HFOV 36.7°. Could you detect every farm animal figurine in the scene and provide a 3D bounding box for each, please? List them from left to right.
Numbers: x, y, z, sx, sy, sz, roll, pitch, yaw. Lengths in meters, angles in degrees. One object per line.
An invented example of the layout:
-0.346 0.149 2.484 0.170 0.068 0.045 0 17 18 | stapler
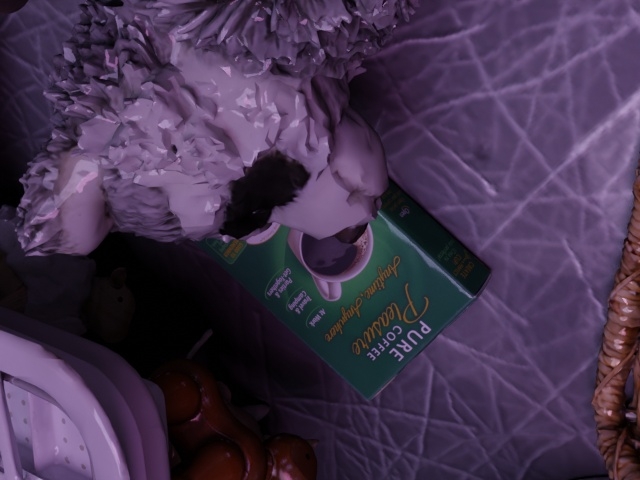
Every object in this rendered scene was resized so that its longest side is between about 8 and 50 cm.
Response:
-0.123 0.172 0.661 0.327 0.172 0.330 32 123 26 | farm animal figurine

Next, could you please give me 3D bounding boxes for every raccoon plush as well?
-0.072 -0.206 0.439 0.299 0.216 0.446 -27 87 29 | raccoon plush

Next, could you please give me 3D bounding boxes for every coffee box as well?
0.000 0.000 0.592 0.184 0.040 0.113 41 123 5 | coffee box

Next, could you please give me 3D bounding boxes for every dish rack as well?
-0.173 0.175 0.539 0.286 0.072 0.332 13 113 34 | dish rack

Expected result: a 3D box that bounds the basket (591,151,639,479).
0.226 0.039 0.397 0.223 0.213 0.299 14 117 19 | basket

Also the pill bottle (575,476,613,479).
0.126 0.286 0.466 0.204 0.361 0.204 10 116 22 | pill bottle

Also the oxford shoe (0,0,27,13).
-0.227 -0.236 0.582 0.076 0.076 0.212 -11 96 31 | oxford shoe
